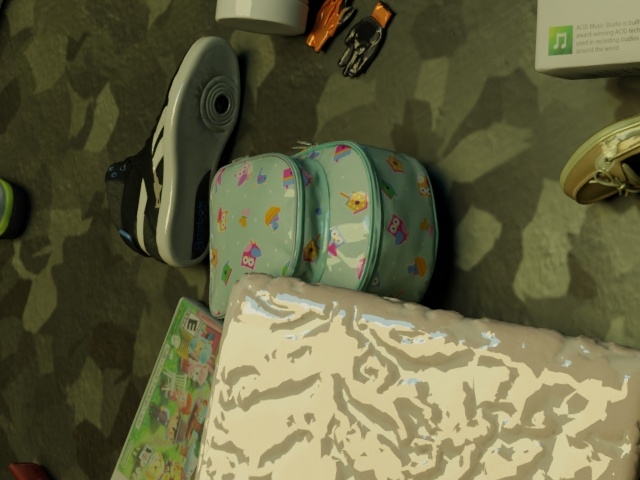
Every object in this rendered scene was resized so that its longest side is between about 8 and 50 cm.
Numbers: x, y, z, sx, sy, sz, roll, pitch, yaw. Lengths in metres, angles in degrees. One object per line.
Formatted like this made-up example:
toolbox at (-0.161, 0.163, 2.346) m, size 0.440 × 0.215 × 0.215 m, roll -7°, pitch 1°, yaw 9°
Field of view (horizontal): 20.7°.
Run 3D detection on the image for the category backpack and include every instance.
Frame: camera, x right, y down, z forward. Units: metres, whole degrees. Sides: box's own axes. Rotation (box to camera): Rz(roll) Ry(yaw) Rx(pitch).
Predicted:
backpack at (0.000, 0.000, 1.436) m, size 0.188 × 0.144 × 0.166 m, roll -14°, pitch 67°, yaw 40°

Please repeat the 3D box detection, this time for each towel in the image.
towel at (0.064, 0.205, 1.302) m, size 0.332 × 0.053 × 0.317 m, roll 11°, pitch 91°, yaw 18°

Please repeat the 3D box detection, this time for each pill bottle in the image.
pill bottle at (-0.043, -0.277, 1.554) m, size 0.108 × 0.108 × 0.180 m, roll 5°, pitch 86°, yaw 46°

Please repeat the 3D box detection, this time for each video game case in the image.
video game case at (-0.105, 0.186, 1.592) m, size 0.193 × 0.023 × 0.212 m, roll 34°, pitch 107°, yaw 44°

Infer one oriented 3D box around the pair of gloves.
pair of gloves at (0.026, -0.187, 1.536) m, size 0.083 × 0.010 × 0.074 m, roll 44°, pitch 112°, yaw 38°

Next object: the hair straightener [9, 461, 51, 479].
hair straightener at (-0.253, 0.316, 1.714) m, size 0.230 × 0.047 × 0.089 m, roll 41°, pitch 112°, yaw 37°

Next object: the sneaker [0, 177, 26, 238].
sneaker at (-0.414, -0.050, 1.901) m, size 0.235 × 0.097 × 0.084 m, roll 3°, pitch 84°, yaw 46°

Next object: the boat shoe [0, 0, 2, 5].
boat shoe at (-0.397, -0.440, 1.919) m, size 0.187 × 0.156 × 0.500 m, roll 24°, pitch 99°, yaw 47°

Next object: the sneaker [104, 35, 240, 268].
sneaker at (-0.150, -0.089, 1.649) m, size 0.121 × 0.079 × 0.217 m, roll 13°, pitch 94°, yaw 45°

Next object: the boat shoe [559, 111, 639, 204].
boat shoe at (0.238, -0.063, 1.262) m, size 0.153 × 0.056 × 0.048 m, roll -32°, pitch 56°, yaw 30°

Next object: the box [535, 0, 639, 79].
box at (0.263, -0.279, 1.220) m, size 0.232 × 0.058 × 0.322 m, roll 1°, pitch 88°, yaw 43°
